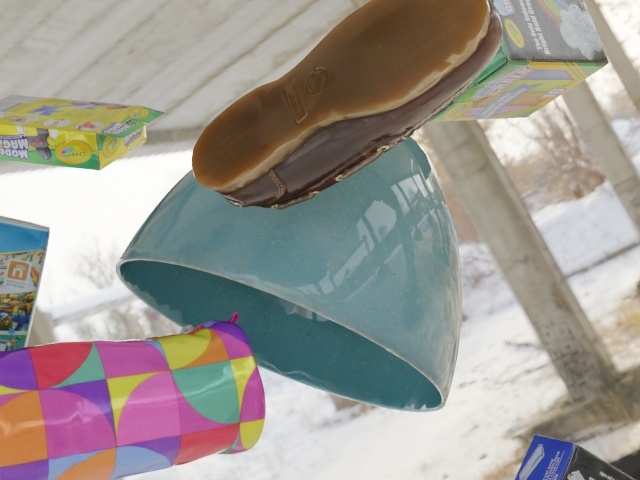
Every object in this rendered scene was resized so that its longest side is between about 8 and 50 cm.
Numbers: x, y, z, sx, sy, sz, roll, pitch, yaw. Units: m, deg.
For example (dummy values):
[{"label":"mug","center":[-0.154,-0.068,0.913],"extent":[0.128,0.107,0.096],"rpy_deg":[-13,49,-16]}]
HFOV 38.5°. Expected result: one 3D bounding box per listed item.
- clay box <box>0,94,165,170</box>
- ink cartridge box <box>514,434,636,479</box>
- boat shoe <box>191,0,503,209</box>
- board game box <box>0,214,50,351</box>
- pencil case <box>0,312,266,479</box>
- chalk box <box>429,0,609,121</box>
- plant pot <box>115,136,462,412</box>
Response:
[{"label":"clay box","center":[-0.315,-0.133,1.124],"extent":[0.222,0.053,0.127],"rpy_deg":[8,25,14]},{"label":"ink cartridge box","center":[0.199,0.208,0.551],"extent":[0.097,0.207,0.046],"rpy_deg":[-61,16,-14]},{"label":"boat shoe","center":[0.020,-0.081,0.547],"extent":[0.207,0.073,0.073],"rpy_deg":[-25,-30,29]},{"label":"board game box","center":[-0.353,0.113,0.709],"extent":[0.224,0.303,0.097],"rpy_deg":[12,-1,-17]},{"label":"pencil case","center":[-0.152,0.110,0.595],"extent":[0.236,0.104,0.104],"rpy_deg":[-5,-16,-30]},{"label":"chalk box","center":[0.167,-0.210,0.955],"extent":[0.213,0.132,0.132],"rpy_deg":[-7,-17,-36]},{"label":"plant pot","center":[0.000,0.000,0.785],"extent":[0.195,0.290,0.290],"rpy_deg":[-67,9,-19]}]
